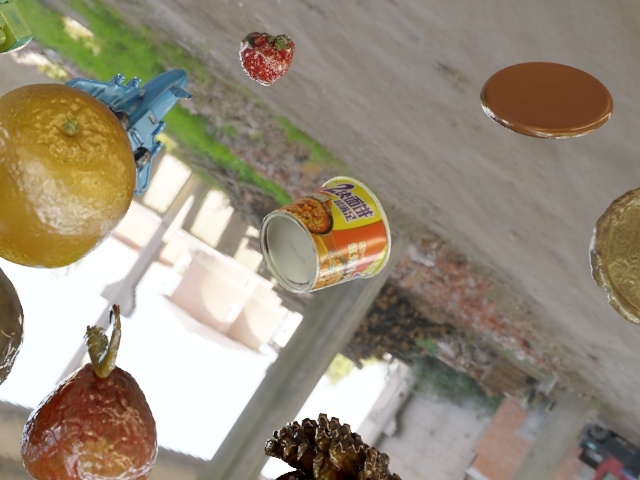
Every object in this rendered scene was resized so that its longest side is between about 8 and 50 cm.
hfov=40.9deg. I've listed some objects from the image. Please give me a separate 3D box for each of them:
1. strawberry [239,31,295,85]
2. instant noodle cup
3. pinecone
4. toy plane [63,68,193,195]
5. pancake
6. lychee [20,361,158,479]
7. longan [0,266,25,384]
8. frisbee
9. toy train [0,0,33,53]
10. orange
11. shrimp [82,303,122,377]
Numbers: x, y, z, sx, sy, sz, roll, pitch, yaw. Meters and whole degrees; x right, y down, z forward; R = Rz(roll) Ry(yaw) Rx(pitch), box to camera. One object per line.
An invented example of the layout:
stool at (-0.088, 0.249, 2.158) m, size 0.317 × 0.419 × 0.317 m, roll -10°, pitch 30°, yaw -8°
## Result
strawberry at (-0.096, -0.317, 1.503) m, size 0.106 × 0.106 × 0.106 m, roll 33°, pitch 178°, yaw 1°
instant noodle cup at (0.000, 0.000, 1.623) m, size 0.174 × 0.213 × 0.213 m, roll -22°, pitch -140°, yaw -38°
pinecone at (0.013, 0.312, 1.105) m, size 0.195 × 0.150 × 0.179 m, roll 41°, pitch -179°, yaw 16°
toy plane at (-0.315, -0.197, 1.434) m, size 0.105 × 0.271 × 0.254 m, roll 33°, pitch 158°, yaw 39°
pancake at (0.459, 0.022, 1.187) m, size 0.199 × 0.199 × 0.021 m, roll 33°, pitch 169°, yaw -9°
lychee at (-0.411, 0.365, 1.518) m, size 0.255 × 0.300 × 0.255 m, roll 21°, pitch 165°, yaw 6°
longan at (-0.733, 0.171, 1.547) m, size 0.391 × 0.391 × 0.391 m, roll 33°, pitch 178°, yaw 1°
frisbee at (0.432, -0.273, 1.639) m, size 0.251 × 0.251 × 0.021 m, roll 32°, pitch 142°, yaw 30°
toy train at (-0.359, -0.228, 0.892) m, size 0.081 × 0.050 × 0.122 m, roll 63°, pitch -152°, yaw -13°
orange at (-0.338, -0.077, 1.057) m, size 0.236 × 0.236 × 0.236 m, roll 33°, pitch 178°, yaw 1°
shrimp at (-0.378, 0.158, 1.490) m, size 0.034 × 0.124 × 0.178 m, roll 12°, pitch -163°, yaw -28°
